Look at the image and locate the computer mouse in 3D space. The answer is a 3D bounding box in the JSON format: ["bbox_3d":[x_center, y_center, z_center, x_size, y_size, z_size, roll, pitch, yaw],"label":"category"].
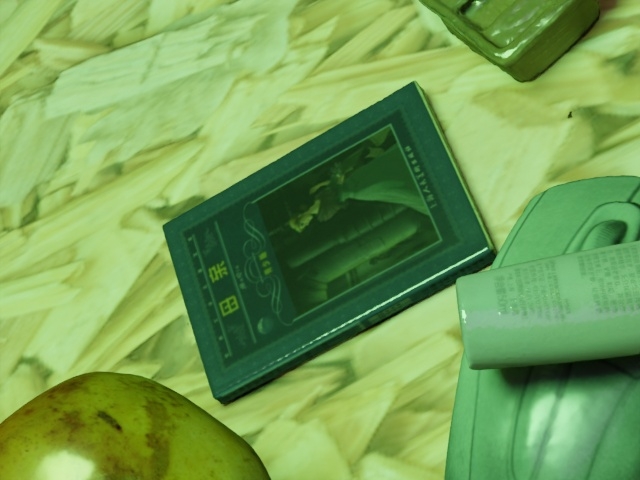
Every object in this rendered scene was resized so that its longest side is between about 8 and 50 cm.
[{"bbox_3d":[0.189,0.094,1.008,0.188,0.122,0.371,7,66,31],"label":"computer mouse"}]

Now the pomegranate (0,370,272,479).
[{"bbox_3d":[-0.147,0.231,1.042,0.264,0.264,0.264,-13,60,23],"label":"pomegranate"}]

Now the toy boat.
[{"bbox_3d":[0.150,-0.223,1.225,0.116,0.061,0.188,-43,53,4],"label":"toy boat"}]

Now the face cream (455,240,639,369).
[{"bbox_3d":[0.191,0.040,0.934,0.198,0.057,0.084,-8,49,8],"label":"face cream"}]

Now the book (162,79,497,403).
[{"bbox_3d":[0.000,0.000,1.212,0.269,0.025,0.191,-28,55,13],"label":"book"}]
